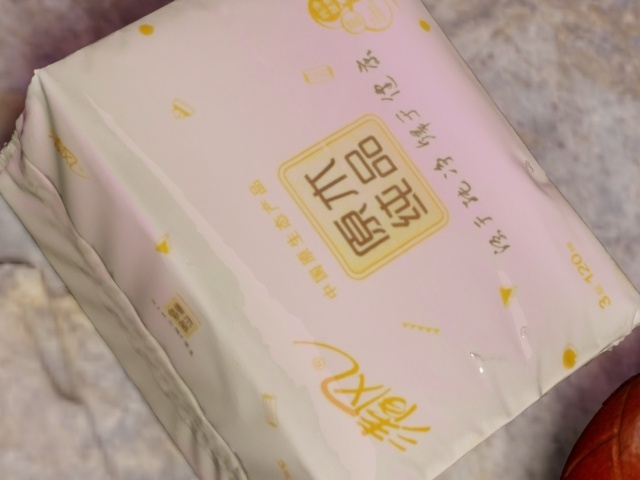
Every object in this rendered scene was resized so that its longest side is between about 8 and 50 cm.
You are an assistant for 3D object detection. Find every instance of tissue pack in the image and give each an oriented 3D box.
[{"bbox_3d":[0.000,0.000,0.812,0.185,0.124,0.225,-32,84,-29],"label":"tissue pack"}]

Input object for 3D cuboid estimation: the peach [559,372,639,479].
[{"bbox_3d":[0.185,0.139,0.800,0.197,0.197,0.197,9,65,-20],"label":"peach"}]
